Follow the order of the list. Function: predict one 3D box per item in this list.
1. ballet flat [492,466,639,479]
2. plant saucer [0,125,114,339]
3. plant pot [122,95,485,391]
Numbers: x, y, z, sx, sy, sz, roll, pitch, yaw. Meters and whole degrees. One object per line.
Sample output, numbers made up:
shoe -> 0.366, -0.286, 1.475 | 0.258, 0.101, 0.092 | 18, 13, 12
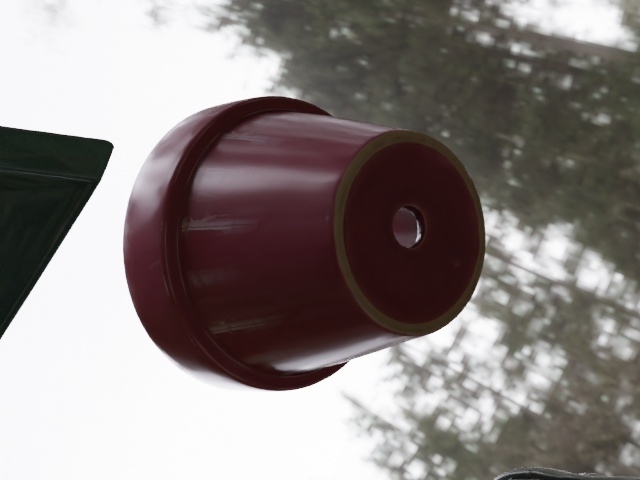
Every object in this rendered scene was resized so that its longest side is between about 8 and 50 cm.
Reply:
ballet flat -> 0.148, 0.118, 0.618 | 0.068, 0.213, 0.072 | 19, -101, -41
plant saucer -> -0.150, 0.021, 0.699 | 0.067, 0.018, 0.192 | 6, -40, -33
plant pot -> 0.000, 0.000, 1.114 | 0.201, 0.180, 0.201 | 3, -95, -39
